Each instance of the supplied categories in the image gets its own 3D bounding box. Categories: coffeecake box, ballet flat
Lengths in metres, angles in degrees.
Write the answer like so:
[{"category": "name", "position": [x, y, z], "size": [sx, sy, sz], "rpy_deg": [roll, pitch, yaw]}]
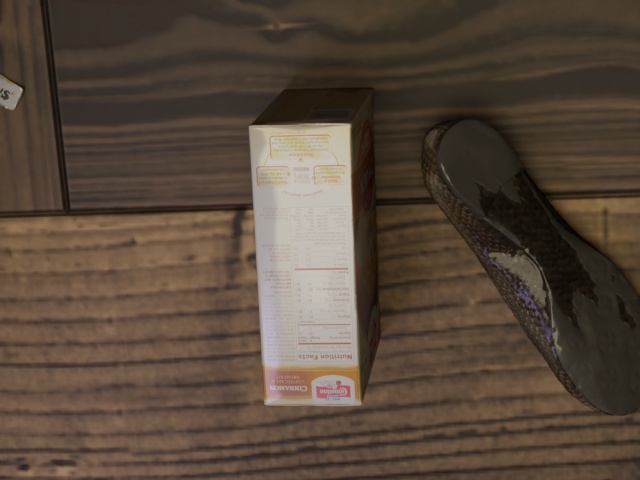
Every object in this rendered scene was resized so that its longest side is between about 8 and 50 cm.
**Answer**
[{"category": "coffeecake box", "position": [0.000, 0.000, 0.940], "size": [0.068, 0.142, 0.186], "rpy_deg": [0, 105, 8]}, {"category": "ballet flat", "position": [0.149, 0.020, 0.977], "size": [0.084, 0.058, 0.250], "rpy_deg": [-44, 104, -20]}]

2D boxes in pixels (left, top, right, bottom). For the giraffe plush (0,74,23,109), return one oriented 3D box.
[{"category": "giraffe plush", "position": [-0.325, -0.119, 0.934], "size": [0.210, 0.170, 0.181], "rpy_deg": [13, 106, 3]}]
